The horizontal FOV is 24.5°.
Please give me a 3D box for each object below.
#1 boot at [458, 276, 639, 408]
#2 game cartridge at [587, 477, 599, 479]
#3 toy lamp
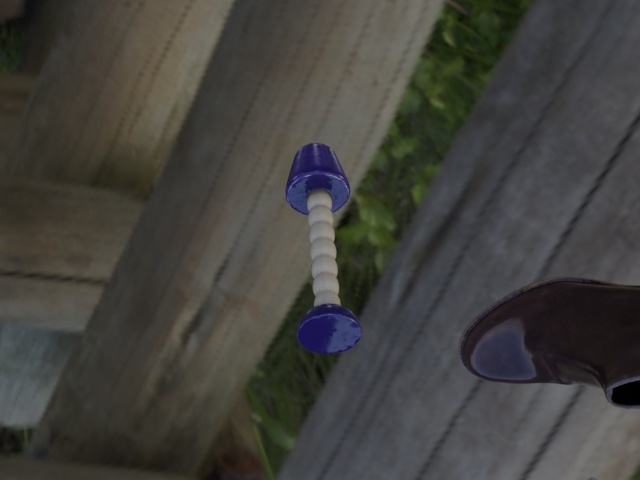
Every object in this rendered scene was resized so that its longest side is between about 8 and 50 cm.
[{"bbox_3d":[0.227,0.088,1.196,0.248,0.207,0.090,-12,99,12],"label":"boot"},{"bbox_3d":[0.299,0.409,1.489,0.062,0.297,0.198,27,108,-45],"label":"game cartridge"},{"bbox_3d":[0.000,0.000,1.669,0.080,0.275,0.080,-1,137,-1],"label":"toy lamp"}]
